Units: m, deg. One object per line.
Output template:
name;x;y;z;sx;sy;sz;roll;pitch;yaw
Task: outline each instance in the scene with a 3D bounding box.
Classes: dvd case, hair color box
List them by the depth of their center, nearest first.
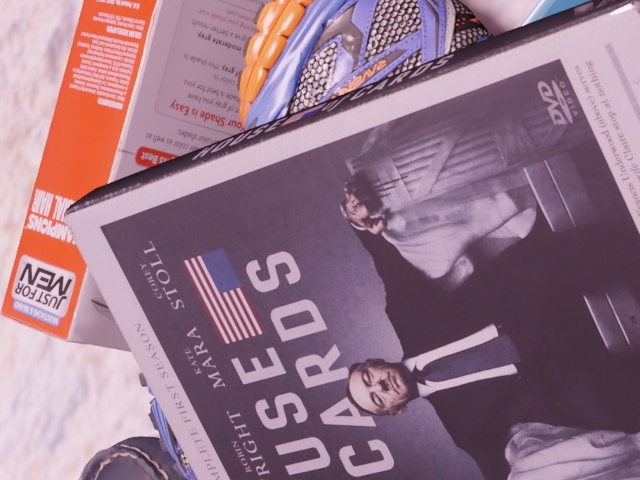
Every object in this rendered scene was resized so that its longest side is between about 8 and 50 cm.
dvd case;0.042;0.035;0.640;0.238;0.029;0.179;-18;103;37
hair color box;-0.057;-0.038;0.786;0.053;0.093;0.167;15;91;47

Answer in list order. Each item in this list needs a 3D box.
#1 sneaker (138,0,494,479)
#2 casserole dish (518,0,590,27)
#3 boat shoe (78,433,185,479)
sneaker;0.000;0.000;0.733;0.087;0.083;0.221;26;104;32
casserole dish;0.113;-0.045;0.654;0.188;0.037;0.114;-53;48;18
boat shoe;-0.050;0.179;0.735;0.095;0.079;0.255;-42;53;33
